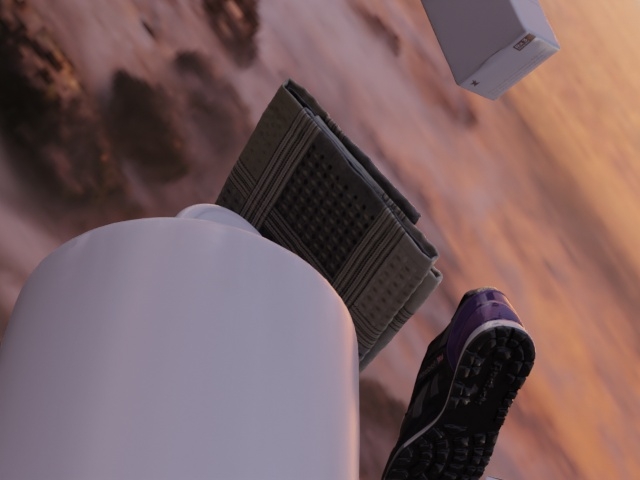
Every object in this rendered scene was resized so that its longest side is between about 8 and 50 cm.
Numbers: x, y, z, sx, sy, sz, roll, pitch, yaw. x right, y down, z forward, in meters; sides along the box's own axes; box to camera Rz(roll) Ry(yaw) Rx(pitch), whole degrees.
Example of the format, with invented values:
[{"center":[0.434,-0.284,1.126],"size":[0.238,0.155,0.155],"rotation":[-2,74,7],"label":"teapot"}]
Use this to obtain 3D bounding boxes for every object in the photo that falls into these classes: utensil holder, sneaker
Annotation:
[{"center":[-0.124,0.220,1.209],"size":[0.327,0.327,0.385],"rotation":[47,30,-32],"label":"utensil holder"},{"center":[0.153,0.182,1.791],"size":[0.107,0.283,0.124],"rotation":[20,26,-20],"label":"sneaker"}]

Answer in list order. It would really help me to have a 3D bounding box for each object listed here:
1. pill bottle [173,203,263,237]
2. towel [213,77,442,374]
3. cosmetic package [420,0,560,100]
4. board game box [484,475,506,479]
[{"center":[-0.181,0.086,1.816],"size":[0.153,0.264,0.153],"rotation":[28,42,-28],"label":"pill bottle"},{"center":[0.000,0.000,1.979],"size":[0.056,0.324,0.312],"rotation":[-24,68,-39],"label":"towel"},{"center":[0.196,-0.300,1.932],"size":[0.085,0.117,0.231],"rotation":[16,45,-46],"label":"cosmetic package"},{"center":[0.211,0.509,2.189],"size":[0.053,0.193,0.305],"rotation":[16,45,4],"label":"board game box"}]
